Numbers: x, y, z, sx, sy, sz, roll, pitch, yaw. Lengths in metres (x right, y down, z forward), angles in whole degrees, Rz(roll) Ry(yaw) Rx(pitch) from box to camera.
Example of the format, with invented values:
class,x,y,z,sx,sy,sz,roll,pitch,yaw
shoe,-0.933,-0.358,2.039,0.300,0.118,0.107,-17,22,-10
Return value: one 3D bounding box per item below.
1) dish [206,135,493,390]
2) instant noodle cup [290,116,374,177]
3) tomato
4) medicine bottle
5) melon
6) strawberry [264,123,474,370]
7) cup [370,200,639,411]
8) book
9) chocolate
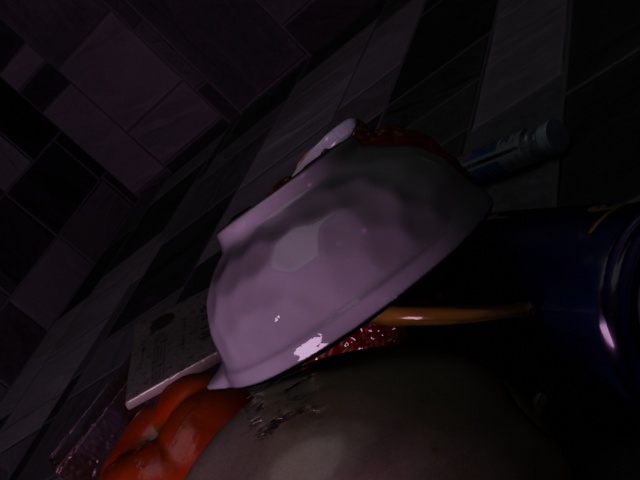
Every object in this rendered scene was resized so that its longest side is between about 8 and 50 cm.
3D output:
class,x,y,z,sx,sy,sz,roll,pitch,yaw
dish,0.000,0.000,0.737,0.303,0.120,0.303,-35,5,4
instant noodle cup,0.057,-0.078,1.359,0.216,0.172,0.216,-41,18,16
tomato,-0.161,0.287,1.075,0.260,0.180,0.260,-38,20,16
medicine bottle,0.257,-0.117,1.198,0.191,0.051,0.051,-19,33,52
melon,0.038,0.217,0.653,0.330,0.268,0.268,-34,21,13
strawberry,0.058,0.045,0.993,0.312,0.267,0.351,-52,28,43
cup,0.181,0.073,0.730,0.255,0.178,0.256,-31,12,-26
book,-0.153,0.125,1.452,0.389,0.032,0.269,-28,23,3
chocolate,-0.350,0.309,1.555,0.321,0.112,0.112,-52,21,-15
